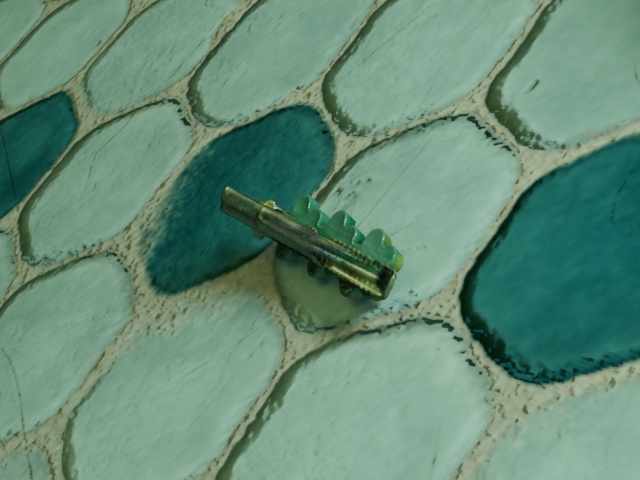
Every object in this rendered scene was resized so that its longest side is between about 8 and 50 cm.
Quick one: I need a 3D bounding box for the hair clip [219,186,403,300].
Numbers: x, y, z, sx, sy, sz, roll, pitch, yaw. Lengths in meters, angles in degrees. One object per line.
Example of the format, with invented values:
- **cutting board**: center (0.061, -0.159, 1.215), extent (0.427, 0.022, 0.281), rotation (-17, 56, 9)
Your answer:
- **hair clip**: center (0.001, -0.001, 0.874), extent (0.049, 0.049, 0.173), rotation (-47, 39, -12)
